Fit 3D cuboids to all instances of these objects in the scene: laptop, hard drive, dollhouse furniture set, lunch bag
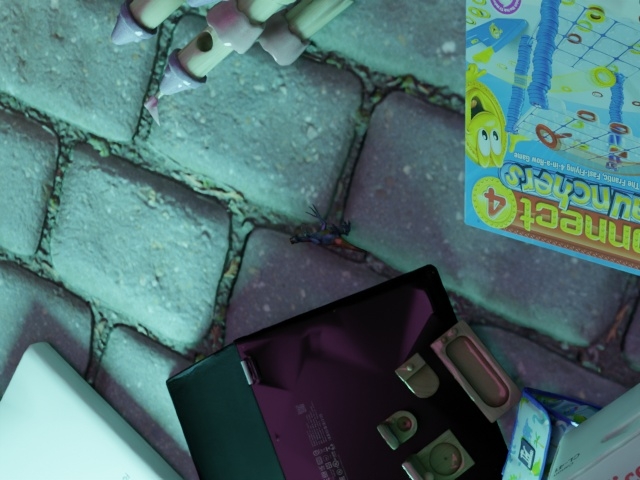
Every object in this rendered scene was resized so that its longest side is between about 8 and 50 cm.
[{"bbox_3d":[0.026,0.285,1.656,0.408,0.236,0.382,-22,83,4],"label":"laptop"},{"bbox_3d":[-0.340,0.346,1.881,0.353,0.047,0.233,40,115,22],"label":"hard drive"},{"bbox_3d":[0.144,0.189,1.467,0.151,0.123,0.144,-39,82,3],"label":"dollhouse furniture set"},{"bbox_3d":[0.275,0.246,1.449,0.151,0.096,0.129,21,108,39],"label":"lunch bag"}]

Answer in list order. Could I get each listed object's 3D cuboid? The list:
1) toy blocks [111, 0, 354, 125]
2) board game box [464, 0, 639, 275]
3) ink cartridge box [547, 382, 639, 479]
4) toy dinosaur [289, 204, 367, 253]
[{"bbox_3d":[-0.177,-0.327,1.541,0.260,0.309,0.288,-35,76,24],"label":"toy blocks"},{"bbox_3d":[0.293,-0.130,1.324,0.308,0.086,0.302,18,122,37],"label":"board game box"},{"bbox_3d":[0.408,0.273,1.281,0.226,0.131,0.306,-41,92,26],"label":"ink cartridge box"},{"bbox_3d":[0.000,0.000,1.628,0.090,0.047,0.082,57,139,2],"label":"toy dinosaur"}]
